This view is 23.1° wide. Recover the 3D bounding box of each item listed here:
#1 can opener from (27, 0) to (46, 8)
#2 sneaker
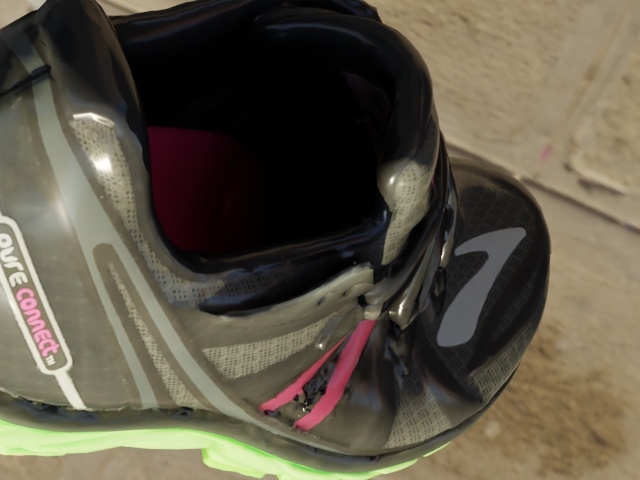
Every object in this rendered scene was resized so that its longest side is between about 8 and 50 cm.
[{"bbox_3d":[-0.187,-0.204,0.946,0.074,0.280,0.093,-29,80,4],"label":"can opener"},{"bbox_3d":[0.000,0.000,0.712,0.202,0.185,0.483,-34,161,27],"label":"sneaker"}]
